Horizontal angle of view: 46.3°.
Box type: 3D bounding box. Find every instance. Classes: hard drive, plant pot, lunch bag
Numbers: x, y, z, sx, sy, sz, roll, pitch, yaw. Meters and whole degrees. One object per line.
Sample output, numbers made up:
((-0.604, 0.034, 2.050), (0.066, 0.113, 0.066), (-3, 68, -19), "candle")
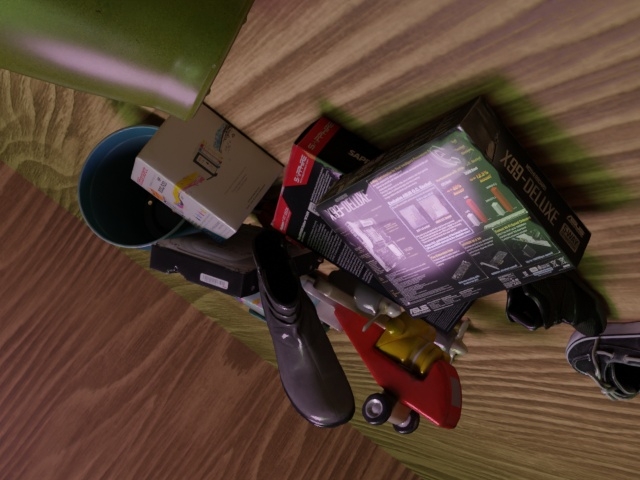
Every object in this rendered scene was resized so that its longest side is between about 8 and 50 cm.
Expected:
((-0.169, 0.033, 1.618), (0.237, 0.064, 0.339), (16, -165, 27), "hard drive")
((-0.368, -0.095, 1.710), (0.272, 0.271, 0.255), (30, 176, 14), "plant pot")
((-0.082, 0.162, 1.992), (0.224, 0.160, 0.262), (25, 171, 16), "lunch bag")
((-0.254, -0.322, 0.867), (0.353, 0.366, 0.366), (26, 164, -14), "plant pot")

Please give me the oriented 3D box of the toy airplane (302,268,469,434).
((0.147, 0.164, 1.513), (0.384, 0.272, 0.386), (46, -167, -6), "toy airplane")

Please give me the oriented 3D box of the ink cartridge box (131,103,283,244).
((-0.230, -0.135, 1.483), (0.233, 0.168, 0.171), (38, 162, -9), "ink cartridge box")

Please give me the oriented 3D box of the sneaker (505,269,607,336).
((0.358, 0.106, 1.158), (0.087, 0.130, 0.227), (13, 154, 52), "sneaker")

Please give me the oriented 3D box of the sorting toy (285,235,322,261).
((0.000, 0.000, 1.488), (0.132, 0.046, 0.274), (35, 160, -13), "sorting toy")

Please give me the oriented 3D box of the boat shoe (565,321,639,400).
((0.489, 0.205, 1.212), (0.113, 0.105, 0.306), (38, 161, -10), "boat shoe")

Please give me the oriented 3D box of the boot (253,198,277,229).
((-0.092, -0.047, 1.648), (0.158, 0.059, 0.084), (16, 149, 45), "boot")

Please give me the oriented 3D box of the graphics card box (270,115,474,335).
((0.110, -0.019, 1.236), (0.371, 0.094, 0.232), (32, 144, 9), "graphics card box")

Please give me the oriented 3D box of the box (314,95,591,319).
((0.170, -0.028, 1.040), (0.242, 0.076, 0.307), (48, 141, -12), "box")

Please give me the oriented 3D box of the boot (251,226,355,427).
((-0.046, 0.158, 1.335), (0.338, 0.118, 0.222), (59, 168, 29), "boot")
